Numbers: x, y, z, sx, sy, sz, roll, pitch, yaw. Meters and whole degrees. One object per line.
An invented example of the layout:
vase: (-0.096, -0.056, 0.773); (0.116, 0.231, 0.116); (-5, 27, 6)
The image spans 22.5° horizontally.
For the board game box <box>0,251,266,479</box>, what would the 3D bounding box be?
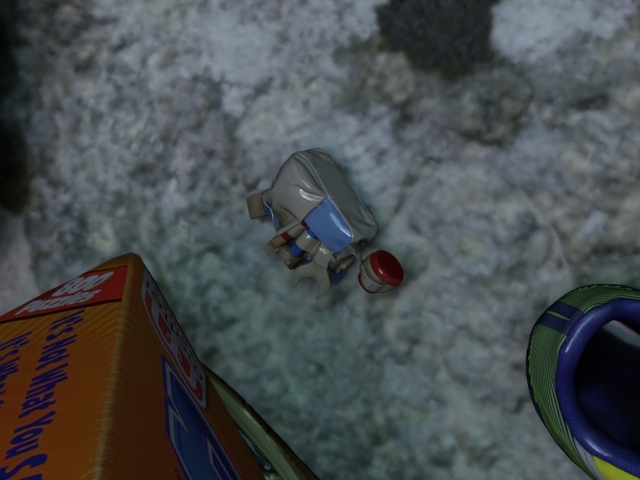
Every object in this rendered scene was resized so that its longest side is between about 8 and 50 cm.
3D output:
board game box: (-0.140, 0.273, 0.538); (0.356, 0.356, 0.356); (-27, 103, 2)

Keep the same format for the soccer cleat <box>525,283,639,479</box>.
soccer cleat: (0.207, 0.125, 0.691); (0.289, 0.121, 0.093); (38, 87, 10)

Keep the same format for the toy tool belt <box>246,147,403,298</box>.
toy tool belt: (0.000, 0.000, 0.775); (0.051, 0.052, 0.083); (-42, 74, 31)

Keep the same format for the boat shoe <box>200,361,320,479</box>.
boat shoe: (-0.030, 0.116, 0.753); (0.049, 0.056, 0.152); (-43, 80, -6)
